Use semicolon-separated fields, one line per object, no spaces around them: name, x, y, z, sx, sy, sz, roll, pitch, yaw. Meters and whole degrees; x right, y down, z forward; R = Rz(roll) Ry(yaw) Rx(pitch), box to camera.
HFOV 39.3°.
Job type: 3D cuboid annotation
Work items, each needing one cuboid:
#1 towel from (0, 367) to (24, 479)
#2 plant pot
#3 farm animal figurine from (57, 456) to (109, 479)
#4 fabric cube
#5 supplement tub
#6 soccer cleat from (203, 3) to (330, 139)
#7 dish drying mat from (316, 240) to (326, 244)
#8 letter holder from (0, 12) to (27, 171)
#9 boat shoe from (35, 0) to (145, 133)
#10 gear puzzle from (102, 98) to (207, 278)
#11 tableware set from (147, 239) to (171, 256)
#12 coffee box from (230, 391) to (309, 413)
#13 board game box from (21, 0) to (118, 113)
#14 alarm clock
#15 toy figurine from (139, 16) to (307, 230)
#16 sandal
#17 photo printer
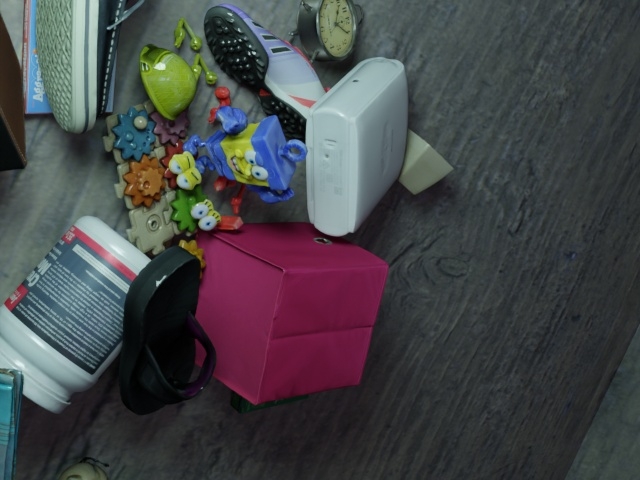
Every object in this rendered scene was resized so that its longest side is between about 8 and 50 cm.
towel;-0.627;0.300;1.287;0.370;0.040;0.271;5;108;-13
plant pot;0.190;-0.161;1.857;0.096;0.109;0.109;-49;135;5
farm animal figurine;-0.470;0.531;1.580;0.330;0.172;0.326;42;68;-37
fabric cube;-0.074;0.119;1.644;0.258;0.254;0.259;-1;110;-43
supplement tub;-0.386;0.115;1.417;0.272;0.191;0.191;-51;134;-11
soccer cleat;-0.086;-0.309;1.553;0.318;0.109;0.116;47;58;-43
dish drying mat;0.000;0.000;1.831;0.032;0.008;0.083;-9;116;-40
letter holder;-0.494;-0.254;1.142;0.152;0.214;0.302;-10;146;-5
boat shoe;-0.290;-0.391;1.228;0.156;0.187;0.500;0;105;-35
gear puzzle;-0.252;-0.068;1.495;0.175;0.044;0.338;-33;123;-44
tableware set;-0.291;0.049;1.590;0.141;0.020;0.168;-52;135;-9
coffee box;-0.096;0.289;1.865;0.184;0.040;0.113;-6;115;-39
board game box;-0.368;-0.329;1.333;0.145;0.027;0.281;-8;115;-40
alarm clock;0.022;-0.391;1.612;0.192;0.064;0.129;-30;118;-46
toy figurine;-0.117;-0.180;1.453;0.191;0.217;0.362;-58;140;-40
sandal;-0.237;0.183;1.437;0.167;0.107;0.445;-46;163;-30
photo printer;0.079;-0.187;1.672;0.307;0.107;0.256;-50;147;-51
